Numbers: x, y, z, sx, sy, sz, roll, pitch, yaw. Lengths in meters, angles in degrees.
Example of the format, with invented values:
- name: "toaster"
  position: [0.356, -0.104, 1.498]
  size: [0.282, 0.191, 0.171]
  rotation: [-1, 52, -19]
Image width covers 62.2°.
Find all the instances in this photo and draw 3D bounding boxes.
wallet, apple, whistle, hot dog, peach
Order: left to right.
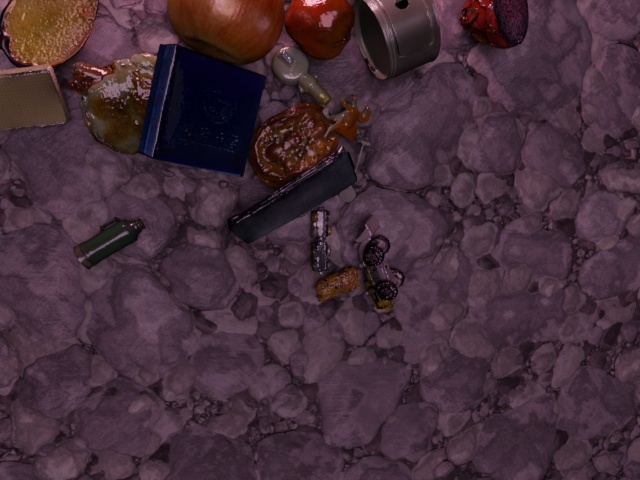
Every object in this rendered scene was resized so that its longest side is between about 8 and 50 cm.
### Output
- name: "peach"
  position: [-0.662, -0.537, 1.319]
  size: [0.279, 0.068, 0.189]
  rotation: [-31, 105, -1]
- name: "apple"
  position: [-0.230, -0.573, 1.306]
  size: [0.286, 0.286, 0.232]
  rotation: [18, 90, -15]
- name: "wallet"
  position: [-0.072, -0.113, 1.475]
  size: [0.379, 0.190, 0.046]
  rotation: [-31, 70, 0]
- name: "hot dog"
  position: [-0.070, -0.266, 1.480]
  size: [0.272, 0.122, 0.196]
  rotation: [-29, 103, -3]
- name: "whistle"
  position: [-0.049, -0.447, 1.454]
  size: [0.198, 0.057, 0.104]
  rotation: [45, 83, 1]

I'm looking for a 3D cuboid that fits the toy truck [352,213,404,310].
- name: "toy truck"
  position: [0.166, 0.072, 1.601]
  size: [0.111, 0.136, 0.285]
  rotation: [-16, 102, 23]

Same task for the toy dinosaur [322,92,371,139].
- name: "toy dinosaur"
  position: [0.068, -0.329, 1.485]
  size: [0.142, 0.057, 0.212]
  rotation: [47, 61, -43]

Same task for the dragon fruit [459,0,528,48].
- name: "dragon fruit"
  position: [0.484, -0.650, 1.520]
  size: [0.219, 0.148, 0.223]
  rotation: [-7, 95, -42]

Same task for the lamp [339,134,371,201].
- name: "lamp"
  position: [0.100, -0.211, 1.579]
  size: [0.050, 0.056, 0.198]
  rotation: [13, 110, -16]

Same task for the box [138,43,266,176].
- name: "box"
  position: [-0.302, -0.327, 1.371]
  size: [0.262, 0.116, 0.278]
  rotation: [7, 103, -40]

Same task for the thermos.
- name: "thermos"
  position: [-0.572, -0.002, 1.458]
  size: [0.188, 0.083, 0.073]
  rotation: [-31, 128, -6]

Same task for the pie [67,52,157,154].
- name: "pie"
  position: [-0.489, -0.351, 1.391]
  size: [0.275, 0.105, 0.256]
  rotation: [-12, 118, -8]

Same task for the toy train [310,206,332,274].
- name: "toy train"
  position: [0.000, 0.000, 1.575]
  size: [0.060, 0.081, 0.202]
  rotation: [-2, 95, -13]

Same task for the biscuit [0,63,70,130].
- name: "biscuit"
  position: [-0.774, -0.347, 1.320]
  size: [0.253, 0.052, 0.150]
  rotation: [-11, 132, -8]

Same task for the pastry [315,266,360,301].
- name: "pastry"
  position: [0.050, 0.134, 1.626]
  size: [0.140, 0.056, 0.079]
  rotation: [-17, 112, -15]

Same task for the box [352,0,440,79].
- name: "box"
  position: [0.200, -0.560, 1.418]
  size: [0.150, 0.226, 0.226]
  rotation: [-25, 106, -6]

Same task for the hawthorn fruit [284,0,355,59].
- name: "hawthorn fruit"
  position: [-0.002, -0.574, 1.405]
  size: [0.190, 0.189, 0.189]
  rotation: [-3, 102, -12]
